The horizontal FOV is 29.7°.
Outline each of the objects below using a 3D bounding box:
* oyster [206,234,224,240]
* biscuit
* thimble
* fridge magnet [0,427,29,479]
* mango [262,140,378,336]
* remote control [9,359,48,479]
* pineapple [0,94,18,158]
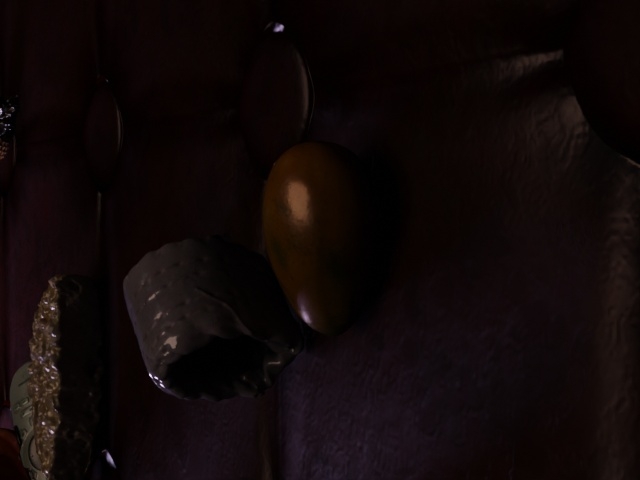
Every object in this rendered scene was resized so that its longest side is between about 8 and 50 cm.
[{"bbox_3d":[-0.105,0.023,1.260,0.083,0.019,0.054,53,136,43],"label":"oyster"},{"bbox_3d":[-0.348,0.178,1.637,0.179,0.084,0.281,-168,81,-64],"label":"biscuit"},{"bbox_3d":[-0.101,0.077,1.119,0.127,0.151,0.118,-51,47,33],"label":"thimble"},{"bbox_3d":[-0.500,0.468,1.832,0.363,0.155,0.364,-10,78,51],"label":"fridge magnet"},{"bbox_3d":[-0.002,-0.004,1.008,0.111,0.089,0.163,50,141,46],"label":"mango"},{"bbox_3d":[-0.391,0.291,1.735,0.097,0.045,0.256,-29,62,20],"label":"remote control"},{"bbox_3d":[-0.525,-0.183,1.967,0.124,0.058,0.058,-55,45,40],"label":"pineapple"}]
